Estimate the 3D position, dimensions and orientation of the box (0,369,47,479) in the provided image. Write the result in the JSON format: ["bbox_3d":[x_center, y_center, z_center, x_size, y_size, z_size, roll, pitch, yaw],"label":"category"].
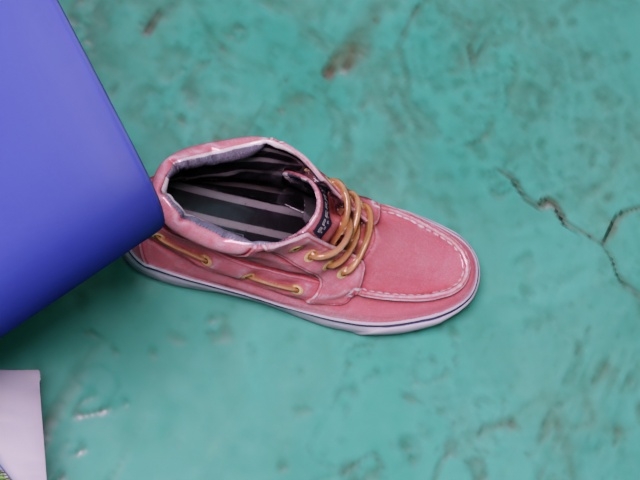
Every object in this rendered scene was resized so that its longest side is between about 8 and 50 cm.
[{"bbox_3d":[-0.222,0.125,0.659,0.233,0.044,0.159,2,52,-17],"label":"box"}]

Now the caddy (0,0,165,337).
[{"bbox_3d":[-0.201,-0.083,0.597,0.179,0.341,0.241,-31,48,-7],"label":"caddy"}]

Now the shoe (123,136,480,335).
[{"bbox_3d":[0.000,0.000,0.775,0.178,0.081,0.063,11,73,-15],"label":"shoe"}]
